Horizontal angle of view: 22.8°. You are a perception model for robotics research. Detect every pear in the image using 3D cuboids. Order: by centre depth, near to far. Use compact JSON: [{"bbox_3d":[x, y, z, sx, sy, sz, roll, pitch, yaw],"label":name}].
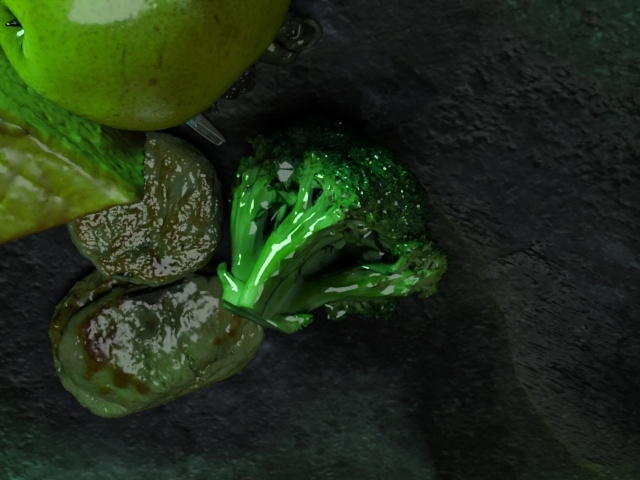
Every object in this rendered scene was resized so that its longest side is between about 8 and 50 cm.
[{"bbox_3d":[-0.183,-0.248,1.520,0.294,0.294,0.294,-2,121,-3],"label":"pear"}]

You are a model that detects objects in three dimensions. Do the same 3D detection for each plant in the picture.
[{"bbox_3d":[-0.081,-0.194,1.675,0.174,0.087,0.085,-28,161,16],"label":"plant"}]

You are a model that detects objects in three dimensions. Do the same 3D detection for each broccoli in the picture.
[{"bbox_3d":[0.000,0.000,1.696,0.265,0.294,0.245,38,74,9],"label":"broccoli"}]

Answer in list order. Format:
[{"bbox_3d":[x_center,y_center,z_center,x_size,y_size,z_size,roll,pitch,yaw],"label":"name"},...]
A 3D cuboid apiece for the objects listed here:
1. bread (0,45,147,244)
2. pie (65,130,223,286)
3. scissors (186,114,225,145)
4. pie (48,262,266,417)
[{"bbox_3d":[-0.382,-0.047,1.653,0.245,0.233,0.361,33,116,-23],"label":"bread"},{"bbox_3d":[-0.195,-0.037,1.758,0.187,0.041,0.186,1,105,4],"label":"pie"},{"bbox_3d":[-0.145,-0.137,1.724,0.014,0.058,0.119,-15,139,37],"label":"scissors"},{"bbox_3d":[-0.193,0.110,1.836,0.248,0.090,0.201,-23,116,5],"label":"pie"}]
